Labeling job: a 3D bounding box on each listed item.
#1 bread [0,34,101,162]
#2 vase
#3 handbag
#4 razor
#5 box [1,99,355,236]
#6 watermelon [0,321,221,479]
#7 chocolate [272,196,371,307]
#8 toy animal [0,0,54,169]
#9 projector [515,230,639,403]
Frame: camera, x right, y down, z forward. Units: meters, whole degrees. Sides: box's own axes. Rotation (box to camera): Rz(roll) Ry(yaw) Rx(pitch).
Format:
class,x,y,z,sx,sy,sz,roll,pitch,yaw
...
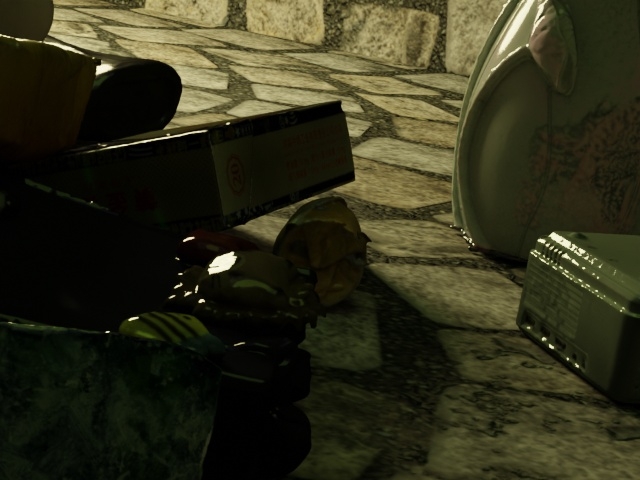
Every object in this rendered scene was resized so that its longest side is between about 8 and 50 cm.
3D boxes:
class,x,y,z,sx,sy,sz,roll,pitch,yaw
bread,-0.243,-0.113,1.164,0.102,0.094,0.245,19,6,4
vase,0.277,-0.198,1.557,0.250,0.445,0.250,10,15,-3
handbag,-0.155,0.047,0.976,0.329,0.122,0.303,11,13,3
razor,-0.337,-0.187,1.799,0.349,0.113,0.204,19,18,30
box,-0.114,-0.059,1.372,0.198,0.084,0.310,-7,7,22
watermelon,-0.185,0.118,0.728,0.318,0.148,0.226,1,-9,24
chocolate,0.000,0.000,1.365,0.085,0.086,0.219,9,10,0
toy animal,-0.358,-0.178,1.454,0.212,0.267,0.212,4,12,-1
projector,0.316,0.061,1.262,0.256,0.099,0.192,4,16,-20
